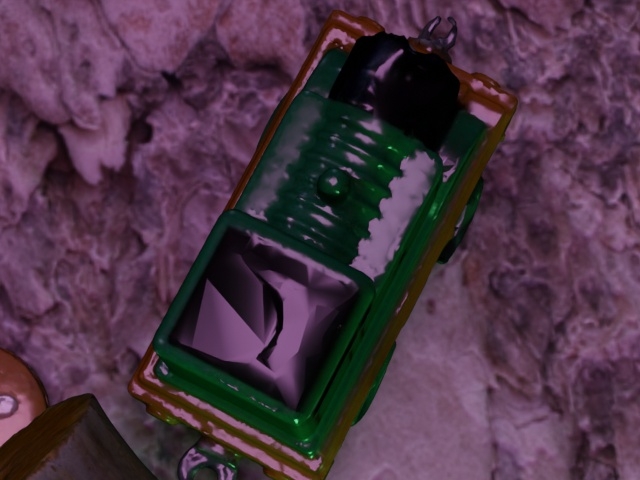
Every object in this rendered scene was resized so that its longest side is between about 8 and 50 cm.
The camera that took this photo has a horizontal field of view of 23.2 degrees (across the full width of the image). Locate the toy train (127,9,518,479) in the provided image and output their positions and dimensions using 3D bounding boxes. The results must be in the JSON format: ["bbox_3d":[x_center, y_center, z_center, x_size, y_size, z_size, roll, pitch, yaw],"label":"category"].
[{"bbox_3d":[0.000,0.000,1.172,0.178,0.249,0.429,27,82,7],"label":"toy train"}]

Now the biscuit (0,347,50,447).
[{"bbox_3d":[-0.285,0.250,1.240,0.216,0.047,0.339,5,80,2],"label":"biscuit"}]

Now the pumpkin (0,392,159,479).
[{"bbox_3d":[-0.222,0.285,1.067,0.332,0.332,0.199,-40,99,-5],"label":"pumpkin"}]
